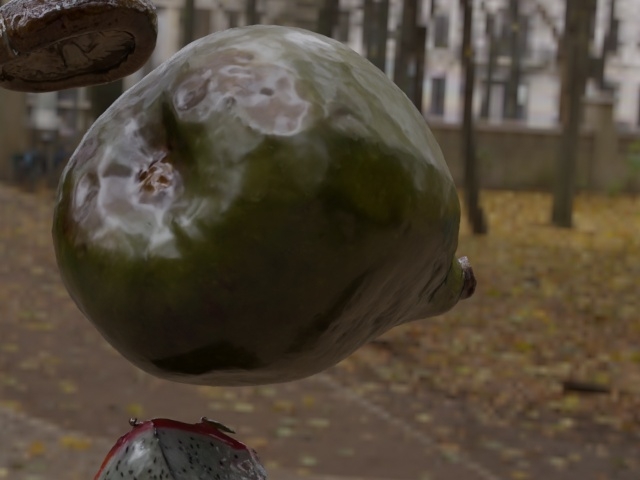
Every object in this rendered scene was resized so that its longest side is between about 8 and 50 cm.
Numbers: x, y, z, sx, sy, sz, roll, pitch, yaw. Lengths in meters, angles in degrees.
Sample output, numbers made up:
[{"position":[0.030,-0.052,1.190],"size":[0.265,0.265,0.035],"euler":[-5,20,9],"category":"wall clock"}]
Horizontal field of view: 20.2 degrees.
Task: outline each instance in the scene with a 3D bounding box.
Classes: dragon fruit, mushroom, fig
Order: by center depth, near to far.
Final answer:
[{"position":[-0.046,0.108,0.626],"size":[0.056,0.060,0.083],"euler":[12,41,-54],"category":"dragon fruit"},{"position":[-0.016,-0.009,0.666],"size":[0.126,0.133,0.185],"euler":[29,4,15],"category":"fig"},{"position":[-0.162,-0.130,1.128],"size":[0.123,0.052,0.123],"euler":[-12,-16,-4],"category":"mushroom"}]
